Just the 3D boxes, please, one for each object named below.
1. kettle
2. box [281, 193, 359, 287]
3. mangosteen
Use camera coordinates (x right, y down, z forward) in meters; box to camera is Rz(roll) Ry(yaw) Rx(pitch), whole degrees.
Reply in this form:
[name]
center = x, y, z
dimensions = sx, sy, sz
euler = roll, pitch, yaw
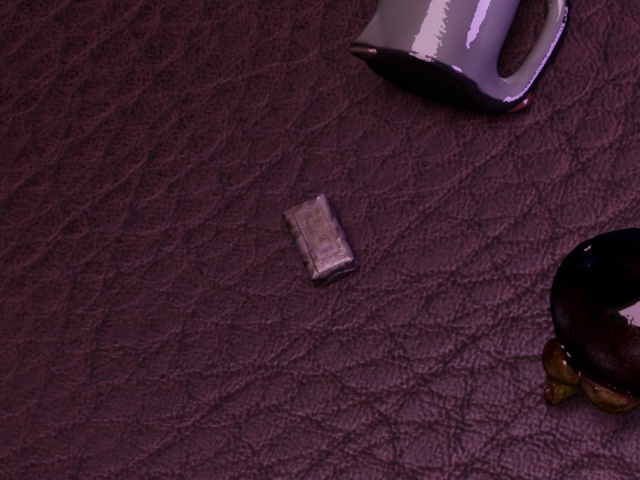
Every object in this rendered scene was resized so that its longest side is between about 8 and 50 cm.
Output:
[kettle]
center = 0.181, -0.286, 1.880
dimensions = 0.240, 0.165, 0.255
euler = 21, 79, -11
[box]
center = 0.000, 0.000, 1.886
dimensions = 0.062, 0.045, 0.098
euler = -24, 69, 5
[mangosteen]
center = 0.327, 0.098, 1.722
dimensions = 0.194, 0.194, 0.230
euler = 37, 111, 20
